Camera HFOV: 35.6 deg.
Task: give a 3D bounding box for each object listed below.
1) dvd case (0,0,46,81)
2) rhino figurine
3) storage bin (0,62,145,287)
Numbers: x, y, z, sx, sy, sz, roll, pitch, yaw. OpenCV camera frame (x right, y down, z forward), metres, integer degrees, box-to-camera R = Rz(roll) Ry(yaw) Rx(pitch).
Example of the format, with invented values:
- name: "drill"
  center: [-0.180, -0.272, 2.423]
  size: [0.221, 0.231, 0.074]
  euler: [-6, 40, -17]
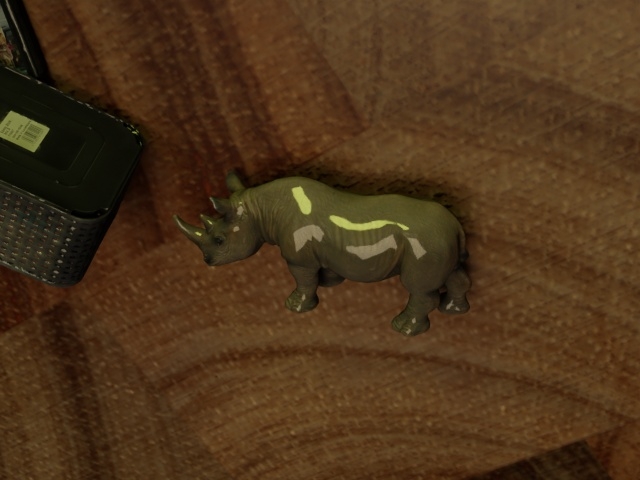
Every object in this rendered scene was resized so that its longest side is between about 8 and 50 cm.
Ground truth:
- name: "dvd case"
  center: [-0.335, -0.230, 0.771]
  size: [0.180, 0.022, 0.253]
  euler: [-6, 117, 18]
- name: "rhino figurine"
  center: [0.000, 0.000, 0.781]
  size: [0.243, 0.073, 0.106]
  euler: [10, 125, 11]
- name: "storage bin"
  center: [-0.242, -0.059, 0.769]
  size: [0.180, 0.122, 0.084]
  euler: [24, 131, -8]
